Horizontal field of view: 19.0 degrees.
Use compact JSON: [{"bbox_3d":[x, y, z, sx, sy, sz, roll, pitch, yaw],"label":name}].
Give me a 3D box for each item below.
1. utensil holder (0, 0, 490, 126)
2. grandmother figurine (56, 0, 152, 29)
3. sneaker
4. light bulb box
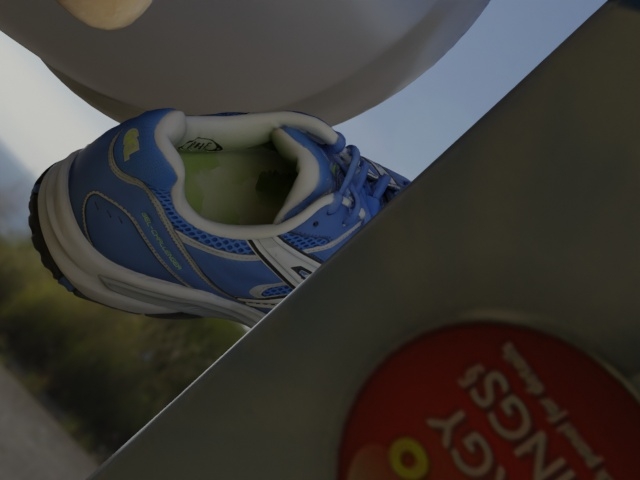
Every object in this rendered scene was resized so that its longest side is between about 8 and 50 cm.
[{"bbox_3d":[-0.103,-0.251,0.923,0.327,0.327,0.385,44,5,26],"label":"utensil holder"},{"bbox_3d":[0.066,-0.149,0.366,0.208,0.342,0.104,36,42,-41],"label":"grandmother figurine"},{"bbox_3d":[0.000,0.000,0.728,0.211,0.081,0.080,9,62,-30],"label":"sneaker"},{"bbox_3d":[0.196,0.080,0.356,0.358,0.361,0.225,53,31,12],"label":"light bulb box"}]
